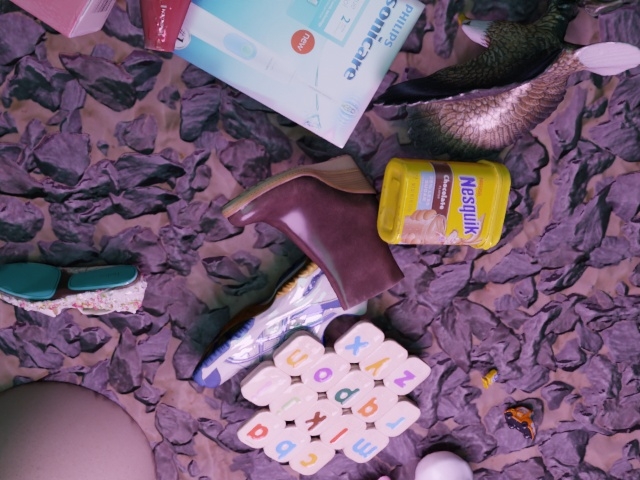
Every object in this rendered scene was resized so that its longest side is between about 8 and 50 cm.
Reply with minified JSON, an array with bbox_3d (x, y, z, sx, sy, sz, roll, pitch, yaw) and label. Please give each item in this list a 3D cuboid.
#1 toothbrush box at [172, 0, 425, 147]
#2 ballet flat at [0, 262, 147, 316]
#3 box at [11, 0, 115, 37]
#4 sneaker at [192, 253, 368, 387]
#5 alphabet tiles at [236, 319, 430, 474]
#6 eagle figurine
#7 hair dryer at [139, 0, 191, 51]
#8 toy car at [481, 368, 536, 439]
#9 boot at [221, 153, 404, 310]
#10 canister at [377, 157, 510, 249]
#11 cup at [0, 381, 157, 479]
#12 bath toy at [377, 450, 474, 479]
[{"bbox_3d":[-0.045,-0.293,1.116,0.295,0.126,0.216,29,105,-10],"label":"toothbrush box"},{"bbox_3d":[-0.379,0.082,1.267,0.241,0.091,0.077,1,130,4],"label":"ballet flat"},{"bbox_3d":[-0.373,-0.380,1.079,0.232,0.148,0.127,32,106,-8],"label":"box"},{"bbox_3d":[-0.059,0.146,1.265,0.296,0.112,0.131,-40,104,13],"label":"sneaker"},{"bbox_3d":[0.021,0.245,1.294,0.278,0.021,0.284,-44,123,14],"label":"alphabet tiles"},{"bbox_3d":[0.238,-0.227,1.108,0.226,0.225,0.298,38,94,-24],"label":"eagle figurine"},{"bbox_3d":[-0.112,-0.338,0.994,0.293,0.080,0.223,-41,102,9],"label":"hair dryer"},{"bbox_3d":[0.306,0.255,1.327,0.040,0.060,0.122,-39,113,-21],"label":"toy car"},{"bbox_3d":[0.000,0.000,1.156,0.090,0.248,0.207,-24,88,52],"label":"boot"},{"bbox_3d":[0.172,-0.053,1.183,0.170,0.073,0.126,1,106,-25],"label":"canister"},{"bbox_3d":[-0.438,0.418,1.292,0.331,0.237,0.331,0,107,0],"label":"cup"},{"bbox_3d":[0.101,0.470,1.360,0.348,0.129,0.151,-30,139,10],"label":"bath toy"}]
